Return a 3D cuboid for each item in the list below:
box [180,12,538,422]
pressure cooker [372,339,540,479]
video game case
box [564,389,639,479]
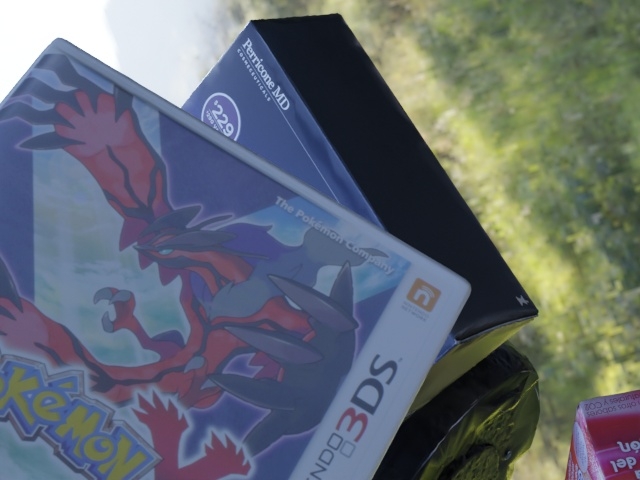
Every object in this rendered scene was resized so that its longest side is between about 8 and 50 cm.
[{"bbox_3d":[0.000,0.000,0.988,0.103,0.184,0.261,-12,-115,-49],"label":"box"},{"bbox_3d":[-0.057,0.169,1.312,0.370,0.420,0.375,-26,-40,-49],"label":"pressure cooker"},{"bbox_3d":[-0.066,0.037,0.537,0.183,0.201,0.023,-59,-1,-29],"label":"video game case"},{"bbox_3d":[0.289,0.156,0.861,0.128,0.257,0.122,86,172,-51],"label":"box"}]
